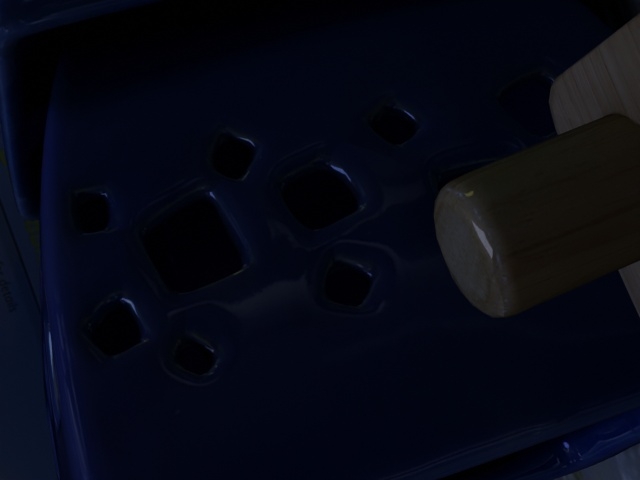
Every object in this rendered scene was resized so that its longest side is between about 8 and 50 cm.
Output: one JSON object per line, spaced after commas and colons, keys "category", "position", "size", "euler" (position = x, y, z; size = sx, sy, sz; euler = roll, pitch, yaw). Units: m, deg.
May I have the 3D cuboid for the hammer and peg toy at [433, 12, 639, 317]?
{"category": "hammer and peg toy", "position": [0.169, 0.095, 0.300], "size": [0.361, 0.127, 0.266], "euler": [66, 165, 5]}

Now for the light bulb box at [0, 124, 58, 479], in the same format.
{"category": "light bulb box", "position": [-0.136, 0.071, 0.894], "size": [0.225, 0.361, 0.358], "euler": [24, 135, 60]}

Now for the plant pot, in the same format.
{"category": "plant pot", "position": [0.000, 0.000, 0.595], "size": [0.236, 0.236, 0.212], "euler": [116, 136, -73]}
